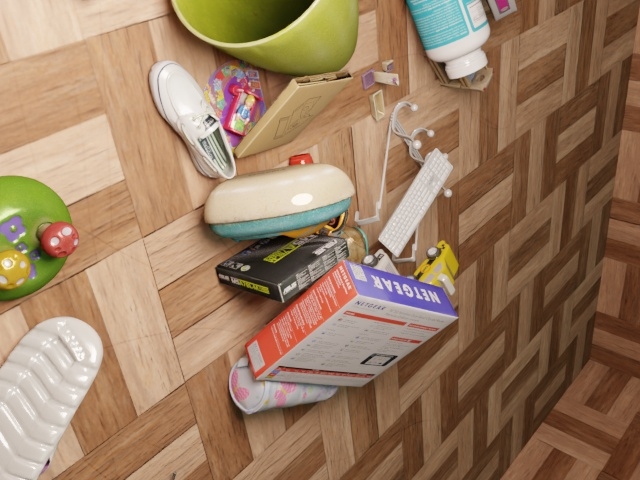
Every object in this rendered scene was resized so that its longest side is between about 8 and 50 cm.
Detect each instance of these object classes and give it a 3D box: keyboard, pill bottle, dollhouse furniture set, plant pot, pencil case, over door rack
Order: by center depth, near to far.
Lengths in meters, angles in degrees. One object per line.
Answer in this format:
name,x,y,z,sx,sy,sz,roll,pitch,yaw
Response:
plant pot,-0.050,-0.384,1.056,0.275,0.275,0.293,-69,158,-1
pill bottle,0.274,-0.489,1.400,0.146,0.146,0.264,-39,114,-33
pencil case,-0.072,0.303,1.427,0.273,0.113,0.124,5,89,-52
dollhouse furniture set,0.157,-0.327,1.440,0.091,0.081,0.114,-40,133,-32
keyboard,0.216,-0.086,1.462,0.072,0.014,0.256,40,76,-25
over door rack,0.218,-0.129,1.541,0.239,0.108,0.324,43,60,-49
dollhouse furniture set,0.365,-0.482,1.583,0.129,0.129,0.183,41,74,-51

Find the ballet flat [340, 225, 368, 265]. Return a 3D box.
ballet flat,0.063,0.131,1.523,0.124,0.116,0.342,-26,124,-25

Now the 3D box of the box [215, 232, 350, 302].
box,-0.072,0.040,1.245,0.191,0.184,0.045,-32,118,-37

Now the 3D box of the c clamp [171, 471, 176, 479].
c clamp,-0.358,0.532,1.264,0.161,0.022,0.137,-10,119,-50

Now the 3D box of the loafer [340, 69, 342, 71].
loafer,0.024,-0.390,1.295,0.045,0.039,0.125,-1,107,-15

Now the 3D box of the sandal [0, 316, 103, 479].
sandal,-0.467,0.303,0.950,0.416,0.169,0.102,-51,179,-22

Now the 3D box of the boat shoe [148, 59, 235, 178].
boat shoe,-0.198,-0.197,1.076,0.083,0.076,0.226,-51,139,-23

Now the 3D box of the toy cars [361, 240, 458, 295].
toy cars,0.197,0.106,1.495,0.394,0.087,0.176,-7,107,-38

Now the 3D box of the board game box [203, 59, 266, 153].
board game box,-0.140,-0.235,1.164,0.133,0.033,0.168,-39,133,-33

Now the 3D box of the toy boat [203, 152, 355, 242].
toy boat,-0.053,-0.068,1.203,0.318,0.267,0.148,-49,130,-69

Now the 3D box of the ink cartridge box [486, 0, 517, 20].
ink cartridge box,0.349,-0.619,1.407,0.371,0.069,0.176,-2,70,-66

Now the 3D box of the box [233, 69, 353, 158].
box,-0.049,-0.228,1.168,0.164,0.021,0.201,-26,169,-49

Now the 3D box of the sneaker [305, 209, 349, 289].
sneaker,0.000,0.000,1.383,0.083,0.084,0.215,98,12,-76

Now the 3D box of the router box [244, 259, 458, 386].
router box,0.069,0.187,1.334,0.335,0.082,0.301,17,130,-45

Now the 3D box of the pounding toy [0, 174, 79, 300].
pounding toy,-0.420,0.002,0.870,0.237,0.110,0.183,32,81,-52
